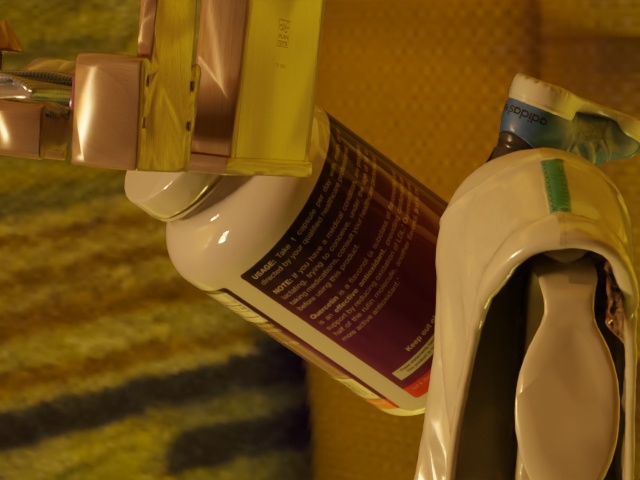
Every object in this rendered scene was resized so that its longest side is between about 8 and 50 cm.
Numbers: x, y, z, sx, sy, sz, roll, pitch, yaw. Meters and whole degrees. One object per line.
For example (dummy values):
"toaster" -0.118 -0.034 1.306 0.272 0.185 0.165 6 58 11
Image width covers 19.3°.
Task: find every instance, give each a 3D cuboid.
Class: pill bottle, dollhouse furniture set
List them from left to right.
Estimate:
"dollhouse furniture set" -0.179 -0.158 1.311 0.286 0.303 0.198 -2 98 -66
"pill bottle" 0.000 0.000 1.572 0.323 0.181 0.181 36 70 -27

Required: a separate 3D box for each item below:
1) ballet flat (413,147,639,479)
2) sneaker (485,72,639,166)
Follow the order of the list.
"ballet flat" 0.109 0.155 0.975 0.139 0.139 0.400 -15 111 -42
"sneaker" 0.163 -0.055 1.258 0.152 0.058 0.085 12 101 -56
